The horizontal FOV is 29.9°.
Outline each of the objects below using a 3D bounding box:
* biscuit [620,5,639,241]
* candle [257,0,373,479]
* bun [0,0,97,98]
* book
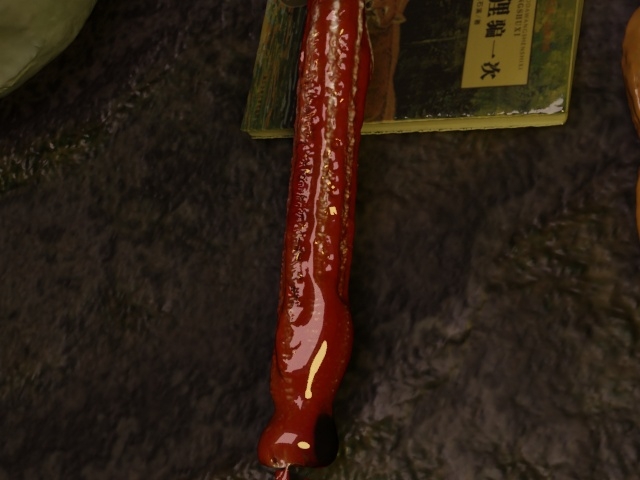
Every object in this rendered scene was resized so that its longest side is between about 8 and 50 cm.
[{"bbox_3d":[0.312,-0.042,0.606,0.312,0.057,0.351,-8,67,26],"label":"biscuit"},{"bbox_3d":[0.000,0.000,0.739,0.051,0.048,0.329,5,79,2],"label":"candle"},{"bbox_3d":[-0.312,-0.263,0.938,0.354,0.194,0.354,-11,65,26],"label":"bun"},{"bbox_3d":[0.062,-0.145,0.797,0.228,0.024,0.160,0,69,28],"label":"book"}]
